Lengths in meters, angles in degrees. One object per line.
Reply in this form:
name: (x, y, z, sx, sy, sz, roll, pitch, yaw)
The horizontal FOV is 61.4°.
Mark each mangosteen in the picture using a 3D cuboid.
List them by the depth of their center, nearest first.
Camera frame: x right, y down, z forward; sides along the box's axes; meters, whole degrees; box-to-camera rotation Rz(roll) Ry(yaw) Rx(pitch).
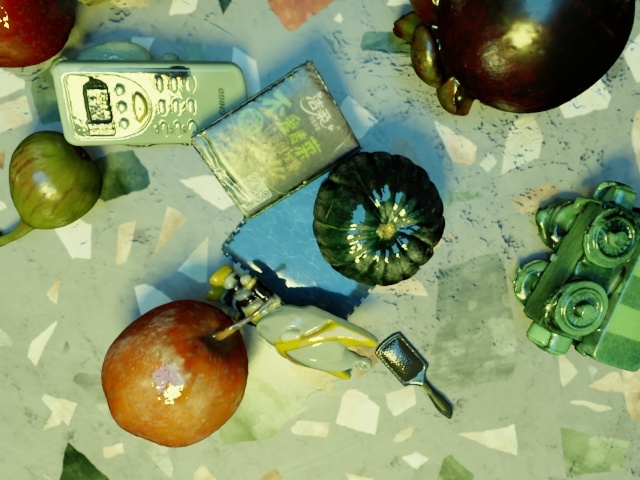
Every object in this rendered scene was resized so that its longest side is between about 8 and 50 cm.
mangosteen: (0.270, -0.333, 0.793, 0.347, 0.307, 0.307, -11, 99, 32)

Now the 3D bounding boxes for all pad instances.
pad: (0.000, 0.000, 0.970, 0.270, 0.012, 0.269, 38, 97, -4)

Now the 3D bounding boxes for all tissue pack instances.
tissue pack: (-0.072, -0.162, 0.890, 0.235, 0.073, 0.173, -33, 113, 4)

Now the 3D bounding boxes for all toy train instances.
toy train: (0.471, 0.059, 0.901, 0.238, 0.167, 0.299, 19, 100, -11)

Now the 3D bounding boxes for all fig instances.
fig: (-0.489, -0.061, 0.911, 0.259, 0.151, 0.151, -43, 95, 11)

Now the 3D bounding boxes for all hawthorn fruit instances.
hawthorn fruit: (-0.517, -0.373, 0.840, 0.266, 0.210, 0.230, -19, 92, 22)
hawthorn fruit: (-0.237, 0.203, 0.882, 0.231, 0.235, 0.263, 25, 128, 28)

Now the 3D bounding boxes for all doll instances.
doll: (-0.345, -0.281, 0.907, 0.214, 0.071, 0.103, -6, 98, -2)
doll: (-0.050, 0.145, 0.941, 0.316, 0.103, 0.145, 30, 114, 4)

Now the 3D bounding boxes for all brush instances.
brush: (0.183, 0.257, 0.999, 0.063, 0.016, 0.193, -41, 95, 7)

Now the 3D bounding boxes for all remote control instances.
remote control: (-0.268, -0.222, 0.883, 0.296, 0.056, 0.140, -3, 122, -11)

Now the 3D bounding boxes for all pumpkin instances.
pumpkin: (0.094, -0.034, 0.877, 0.220, 0.162, 0.220, -2, 107, -5)

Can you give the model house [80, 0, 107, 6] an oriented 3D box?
model house: (-0.327, -0.496, 0.834, 0.196, 0.160, 0.254, -18, 99, 3)
